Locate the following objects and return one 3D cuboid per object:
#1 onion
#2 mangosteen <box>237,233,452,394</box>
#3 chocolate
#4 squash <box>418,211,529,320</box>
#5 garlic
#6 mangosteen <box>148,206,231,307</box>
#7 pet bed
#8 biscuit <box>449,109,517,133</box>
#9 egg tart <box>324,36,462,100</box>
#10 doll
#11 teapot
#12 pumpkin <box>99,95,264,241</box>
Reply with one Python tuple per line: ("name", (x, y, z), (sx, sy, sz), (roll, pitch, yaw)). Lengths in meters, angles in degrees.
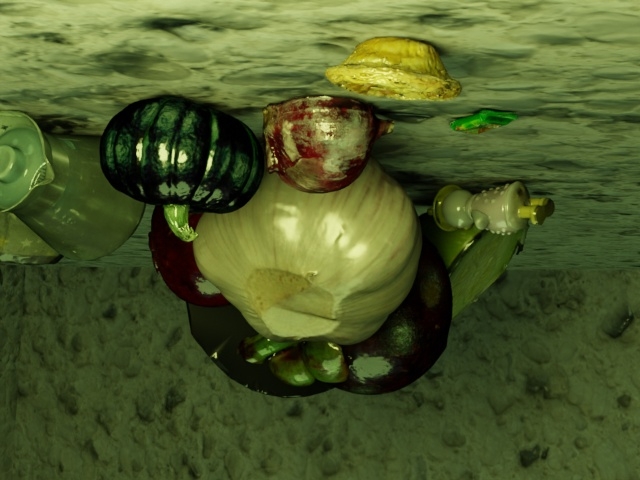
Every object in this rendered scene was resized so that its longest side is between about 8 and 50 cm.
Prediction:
("onion", (0.007, -0.103, 1.587), (0.151, 0.098, 0.206), (5, 174, -8))
("mangosteen", (0.055, 0.102, 2.119), (0.311, 0.311, 0.311), (3, 175, 0))
("chocolate", (-0.056, 0.079, 2.504), (0.384, 0.383, 0.331), (3, -169, -4))
("squash", (0.255, 0.037, 2.319), (0.234, 0.210, 0.309), (-41, -168, -12))
("garlic", (0.000, 0.000, 1.869), (0.318, 0.259, 0.317), (5, 137, 4))
("mangosteen", (-0.138, -0.010, 2.141), (0.258, 0.215, 0.215), (-16, 175, -2))
("pet bed", (-0.457, -0.070, 1.944), (0.211, 0.159, 0.183), (7, -158, -29))
("biscuit", (0.185, -0.136, 1.587), (0.046, 0.016, 0.089), (5, 174, -22))
("egg tart", (0.067, -0.157, 1.263), (0.129, 0.049, 0.129), (6, 180, 0))
("doll", (0.254, -0.049, 2.123), (0.207, 0.081, 0.129), (0, -155, 36))
("teapot", (-0.354, -0.080, 1.774), (0.203, 0.171, 0.225), (27, 180, 30))
("pumpkin", (-0.159, -0.094, 1.582), (0.194, 0.150, 0.194), (37, 174, 5))
